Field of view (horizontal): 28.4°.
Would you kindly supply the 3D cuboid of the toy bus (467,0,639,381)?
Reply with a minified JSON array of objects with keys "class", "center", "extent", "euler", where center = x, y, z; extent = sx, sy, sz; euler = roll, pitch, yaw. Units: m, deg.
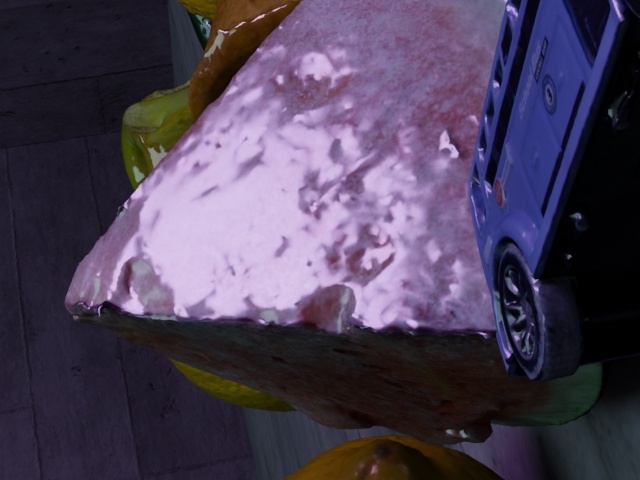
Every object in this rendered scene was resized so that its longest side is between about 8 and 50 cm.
[{"class":"toy bus","center":[0.126,-0.067,0.424],"extent":[0.292,0.125,0.133],"euler":[93,165,-57]}]

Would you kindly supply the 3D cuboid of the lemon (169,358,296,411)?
[{"class":"lemon","center":[-0.020,0.036,1.100],"extent":[0.219,0.240,0.241],"euler":[8,112,39]}]

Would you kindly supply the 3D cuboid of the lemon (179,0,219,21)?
[{"class":"lemon","center":[-0.046,-0.252,1.013],"extent":[0.180,0.193,0.181],"euler":[24,141,22]}]

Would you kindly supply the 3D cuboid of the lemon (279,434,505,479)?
[{"class":"lemon","center":[0.052,0.264,0.871],"extent":[0.233,0.233,0.288],"euler":[-124,28,-68]}]

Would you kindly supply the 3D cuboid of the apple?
[{"class":"apple","center":[-0.127,-0.119,1.544],"extent":[0.246,0.226,0.246],"euler":[169,90,-78]}]

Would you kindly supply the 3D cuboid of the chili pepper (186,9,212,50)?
[{"class":"chili pepper","center":[-0.083,-0.324,1.265],"extent":[0.213,0.167,0.385],"euler":[-164,64,-81]}]

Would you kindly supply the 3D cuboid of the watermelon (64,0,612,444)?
[{"class":"watermelon","center":[0.029,-0.027,0.731],"extent":[0.283,0.292,0.250],"euler":[96,-168,-60]}]

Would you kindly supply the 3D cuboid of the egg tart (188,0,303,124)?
[{"class":"egg tart","center":[0.004,-0.144,0.888],"extent":[0.203,0.202,0.147],"euler":[95,171,-56]}]
